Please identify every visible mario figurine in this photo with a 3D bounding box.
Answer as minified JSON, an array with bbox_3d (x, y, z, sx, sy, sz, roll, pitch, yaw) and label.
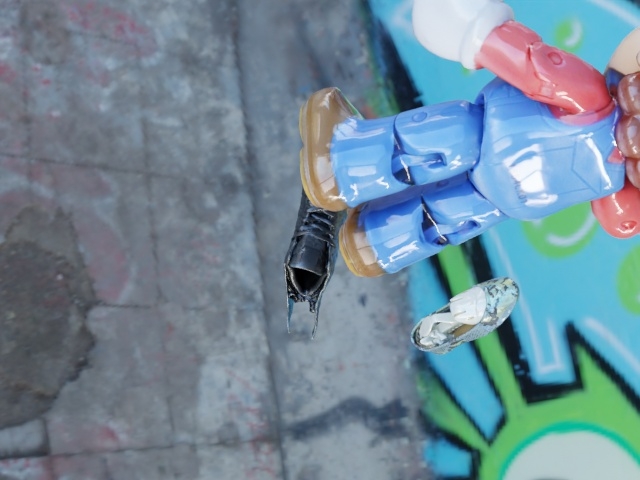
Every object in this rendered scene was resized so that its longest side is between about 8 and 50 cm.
[{"bbox_3d":[0.158,-0.079,0.731,0.198,0.320,0.170,24,56,-66],"label":"mario figurine"}]

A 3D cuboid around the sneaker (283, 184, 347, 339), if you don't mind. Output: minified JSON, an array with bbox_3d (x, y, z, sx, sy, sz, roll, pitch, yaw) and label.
[{"bbox_3d":[-0.003,-0.001,1.080,0.051,0.170,0.089,12,36,2],"label":"sneaker"}]

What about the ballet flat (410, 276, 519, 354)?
[{"bbox_3d":[0.184,0.102,1.556,0.070,0.188,0.070,18,52,-24],"label":"ballet flat"}]
